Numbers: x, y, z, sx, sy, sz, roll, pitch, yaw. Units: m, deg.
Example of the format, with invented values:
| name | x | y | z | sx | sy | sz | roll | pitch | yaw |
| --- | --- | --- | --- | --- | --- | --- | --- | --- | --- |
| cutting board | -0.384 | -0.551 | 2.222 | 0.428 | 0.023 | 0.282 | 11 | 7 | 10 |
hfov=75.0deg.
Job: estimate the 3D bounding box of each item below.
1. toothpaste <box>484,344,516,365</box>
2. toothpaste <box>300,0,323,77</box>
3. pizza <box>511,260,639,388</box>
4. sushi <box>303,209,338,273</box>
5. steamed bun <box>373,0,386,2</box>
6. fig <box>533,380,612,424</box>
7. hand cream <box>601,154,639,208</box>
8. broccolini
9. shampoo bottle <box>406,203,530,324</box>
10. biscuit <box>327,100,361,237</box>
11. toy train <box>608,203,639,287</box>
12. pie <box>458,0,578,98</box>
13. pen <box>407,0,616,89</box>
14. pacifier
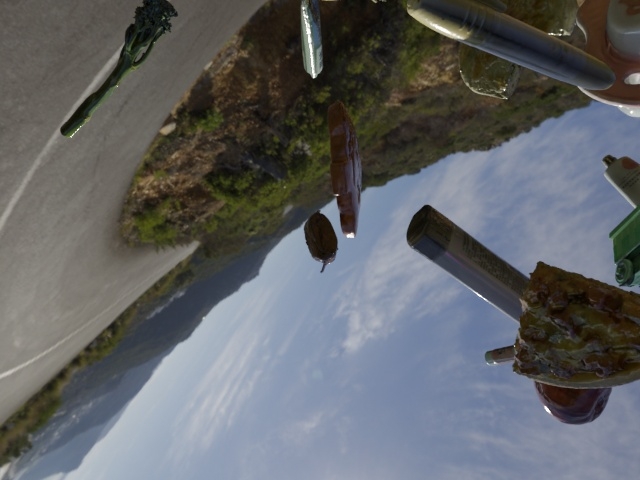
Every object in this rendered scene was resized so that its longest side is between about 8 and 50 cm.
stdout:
| name | x | y | z | sx | sy | sz | roll | pitch | yaw |
| --- | --- | --- | --- | --- | --- | --- | --- | --- | --- |
| toothpaste | 0.417 | 0.228 | 0.857 | 0.056 | 0.036 | 0.205 | -28 | 169 | -28 |
| toothpaste | -0.024 | -0.574 | 1.168 | 0.392 | 0.061 | 0.099 | 84 | 17 | -81 |
| pizza | 0.245 | 0.088 | 0.410 | 0.046 | 0.134 | 0.175 | -28 | 162 | -42 |
| sushi | 0.000 | 0.000 | 0.826 | 0.052 | 0.120 | 0.055 | -16 | 163 | -22 |
| steamed bun | 0.058 | -0.609 | 0.790 | 0.231 | 0.166 | 0.273 | -20 | 147 | -8 |
| fig | 0.448 | 0.257 | 0.753 | 0.128 | 0.128 | 0.150 | -47 | -173 | 15 |
| hand cream | 0.947 | -0.135 | 1.204 | 0.124 | 0.077 | 0.341 | -51 | -136 | 31 |
| broccolini | -0.471 | -0.391 | 0.938 | 0.392 | 0.078 | 0.074 | -39 | -136 | 14 |
| shampoo bottle | 0.228 | 0.039 | 0.604 | 0.056 | 0.227 | 0.086 | -48 | -166 | 36 |
| biscuit | 0.068 | -0.169 | 0.944 | 0.043 | 0.284 | 0.306 | -4 | -161 | 13 |
| toy train | 0.829 | -0.002 | 1.017 | 0.301 | 0.120 | 0.203 | 81 | 24 | -60 |
| pie | 0.430 | -0.506 | 0.953 | 0.337 | 0.075 | 0.338 | 179 | -90 | -67 |
| pen | 0.176 | -0.175 | 0.363 | 0.032 | 0.233 | 0.040 | -136 | -123 | -62 |
| pacifier | 0.564 | -0.336 | 0.703 | 0.273 | 0.220 | 0.332 | 111 | -3 | -67 |
